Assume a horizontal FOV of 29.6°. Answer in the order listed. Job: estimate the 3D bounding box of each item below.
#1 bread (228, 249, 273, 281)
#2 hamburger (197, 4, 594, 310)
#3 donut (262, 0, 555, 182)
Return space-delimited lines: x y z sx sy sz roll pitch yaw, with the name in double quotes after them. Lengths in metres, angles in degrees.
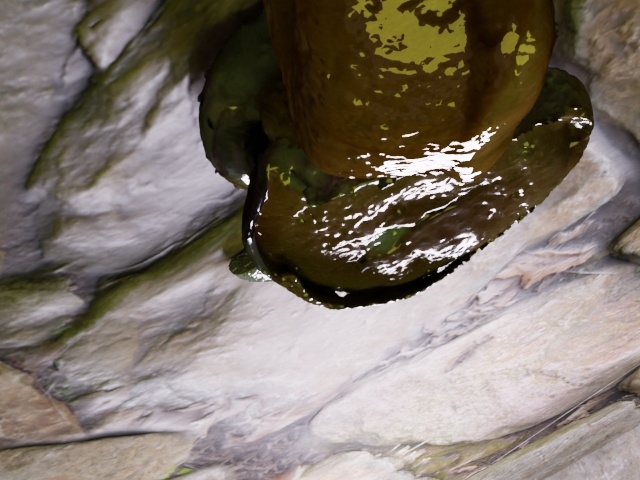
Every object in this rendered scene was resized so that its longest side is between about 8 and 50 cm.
0.005 -0.001 1.317 0.193 0.036 0.112 -33 154 14 "bread"
0.061 -0.082 1.051 0.318 0.195 0.277 -17 155 -13 "hamburger"
0.040 -0.184 0.767 0.150 0.299 0.317 -12 119 -5 "donut"
